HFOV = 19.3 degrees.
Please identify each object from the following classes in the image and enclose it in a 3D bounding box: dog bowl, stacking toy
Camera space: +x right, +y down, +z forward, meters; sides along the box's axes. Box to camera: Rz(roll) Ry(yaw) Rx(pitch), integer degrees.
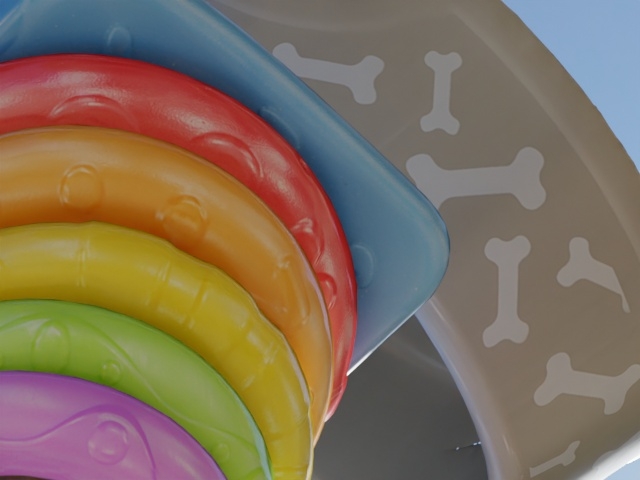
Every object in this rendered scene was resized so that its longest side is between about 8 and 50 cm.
[{"bbox_3d":[0.000,0.000,0.848,0.102,0.349,0.348,-42,-54,-24],"label":"dog bowl"},{"bbox_3d":[-0.068,0.066,0.475,0.166,0.302,0.175,39,-69,-18],"label":"stacking toy"}]
